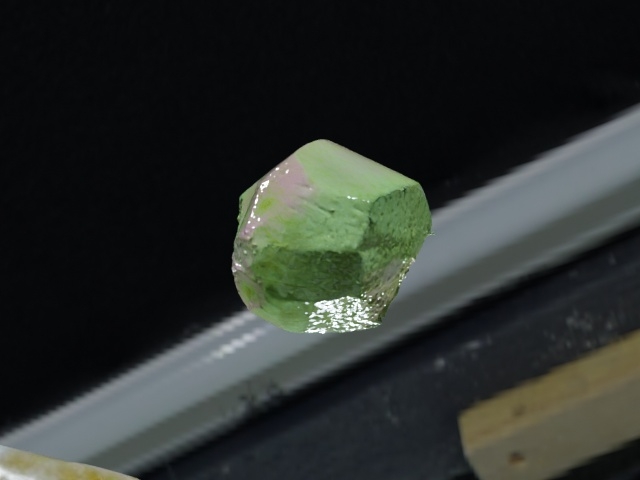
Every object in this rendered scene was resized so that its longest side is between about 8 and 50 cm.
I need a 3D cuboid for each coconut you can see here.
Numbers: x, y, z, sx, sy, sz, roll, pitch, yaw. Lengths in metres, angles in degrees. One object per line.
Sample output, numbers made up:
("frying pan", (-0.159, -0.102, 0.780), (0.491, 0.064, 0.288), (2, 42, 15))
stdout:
("coconut", (0.000, 0.000, 0.760), (0.081, 0.082, 0.083), (22, -18, 20))

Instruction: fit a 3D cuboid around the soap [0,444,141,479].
("soap", (0.010, 0.175, 0.535), (0.274, 0.089, 0.173), (16, -101, -7))
